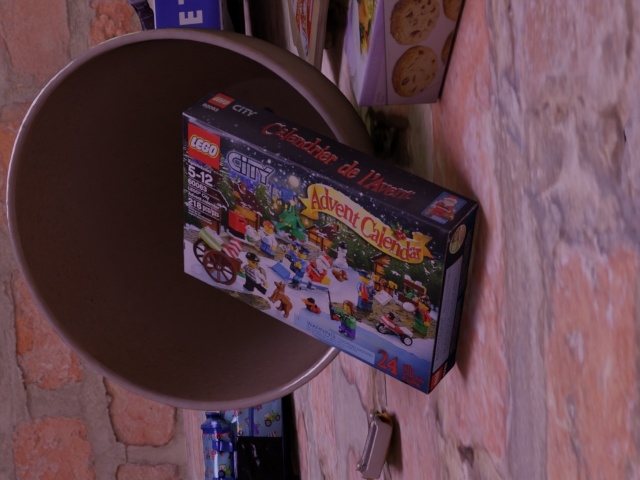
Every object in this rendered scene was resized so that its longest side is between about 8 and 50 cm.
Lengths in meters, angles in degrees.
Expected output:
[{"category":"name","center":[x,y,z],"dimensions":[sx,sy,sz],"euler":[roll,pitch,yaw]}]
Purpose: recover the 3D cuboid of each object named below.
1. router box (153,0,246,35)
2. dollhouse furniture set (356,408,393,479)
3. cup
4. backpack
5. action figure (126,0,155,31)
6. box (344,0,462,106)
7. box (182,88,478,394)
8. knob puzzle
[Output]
[{"category":"router box","center":[-0.151,-0.303,1.924],"dimensions":[0.301,0.082,0.335],"euler":[69,-164,-80]},{"category":"dollhouse furniture set","center":[0.060,0.235,1.393],"dimensions":[0.076,0.058,0.151],"euler":[154,130,-87]},{"category":"cup","center":[-0.080,-0.045,1.354],"dimensions":[0.237,0.331,0.331],"euler":[-46,-43,-66]},{"category":"backpack","center":[-0.098,0.249,2.016],"dimensions":[0.158,0.117,0.173],"euler":[172,95,-79]},{"category":"action figure","center":[-0.209,-0.277,2.145],"dimensions":[0.099,0.185,0.285],"euler":[-153,46,-70]},{"category":"box","center":[0.068,-0.216,1.015],"dimensions":[0.324,0.067,0.063],"euler":[101,160,-54]},{"category":"box","center":[0.000,0.000,1.132],"dimensions":[0.233,0.044,0.159],"euler":[25,134,24]},{"category":"knob puzzle","center":[-0.008,-0.272,1.509],"dimensions":[0.213,0.030,0.213],"euler":[174,90,-80]}]
